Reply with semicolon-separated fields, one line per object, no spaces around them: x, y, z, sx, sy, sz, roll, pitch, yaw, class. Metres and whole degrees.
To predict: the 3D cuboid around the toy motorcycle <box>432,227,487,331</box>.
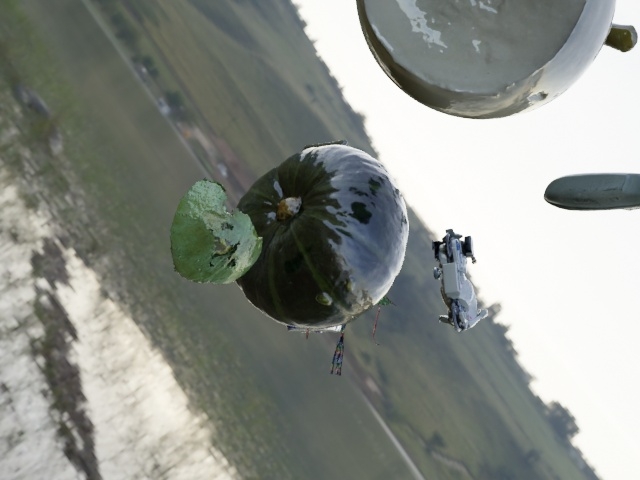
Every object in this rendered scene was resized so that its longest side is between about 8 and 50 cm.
0.285;0.091;1.985;0.150;0.102;0.221;41;43;-60;toy motorcycle

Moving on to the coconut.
-0.141;0.006;1.284;0.158;0.133;0.055;43;1;-37;coconut

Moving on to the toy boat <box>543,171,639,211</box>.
0.544;-0.092;1.872;0.085;0.078;0.261;31;-18;-35;toy boat

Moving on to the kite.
0.050;0.145;1.884;0.006;0.198;0.244;101;-7;-74;kite

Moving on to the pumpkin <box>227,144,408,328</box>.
0.000;0.000;1.481;0.207;0.300;0.300;51;1;-43;pumpkin

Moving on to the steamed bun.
0.203;-0.309;1.190;0.324;0.324;0.206;55;14;6;steamed bun

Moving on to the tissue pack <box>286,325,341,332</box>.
-0.009;0.088;2.311;0.209;0.137;0.269;46;43;-78;tissue pack

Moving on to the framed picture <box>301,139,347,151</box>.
-0.038;-0.154;2.253;0.023;0.189;0.260;36;-11;-18;framed picture

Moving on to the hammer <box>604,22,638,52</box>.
0.518;-0.431;1.915;0.113;0.201;0.305;3;18;-34;hammer
